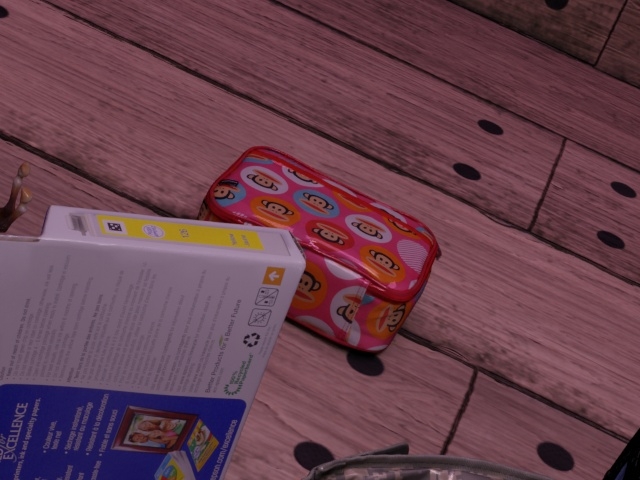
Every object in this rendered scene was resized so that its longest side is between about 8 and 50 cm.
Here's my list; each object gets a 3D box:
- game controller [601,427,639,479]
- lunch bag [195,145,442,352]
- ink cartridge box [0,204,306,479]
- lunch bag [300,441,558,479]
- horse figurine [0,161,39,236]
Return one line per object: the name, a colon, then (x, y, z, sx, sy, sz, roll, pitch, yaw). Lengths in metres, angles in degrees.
game controller: (0.280, 0.307, 1.291, 0.067, 0.167, 0.319, 22, 30, 11)
lunch bag: (0.000, 0.000, 1.649, 0.293, 0.120, 0.258, 27, 27, 4)
ink cartridge box: (-0.201, 0.114, 1.150, 0.307, 0.304, 0.072, 8, 31, -25)
lunch bag: (0.070, 0.300, 1.102, 0.287, 0.235, 0.169, 15, 37, -14)
horse figurine: (-0.397, -0.049, 1.446, 0.263, 0.174, 0.066, 47, 28, 14)
